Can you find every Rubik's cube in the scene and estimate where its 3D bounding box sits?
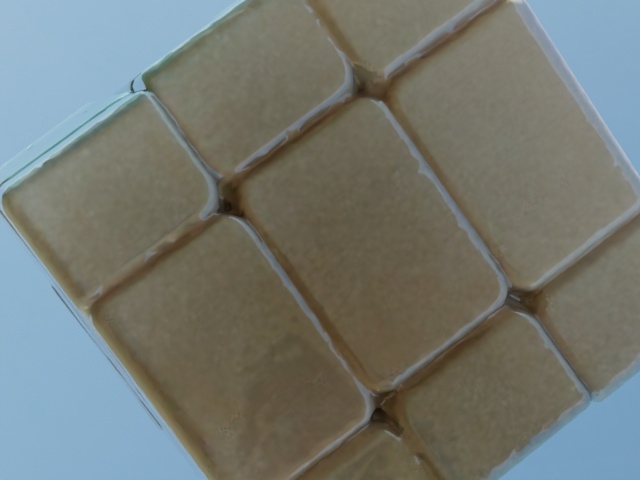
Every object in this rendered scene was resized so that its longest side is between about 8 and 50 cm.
[{"bbox_3d":[0.000,0.000,1.091,0.318,0.316,0.322,55,-8,-10],"label":"Rubik's cube"}]
